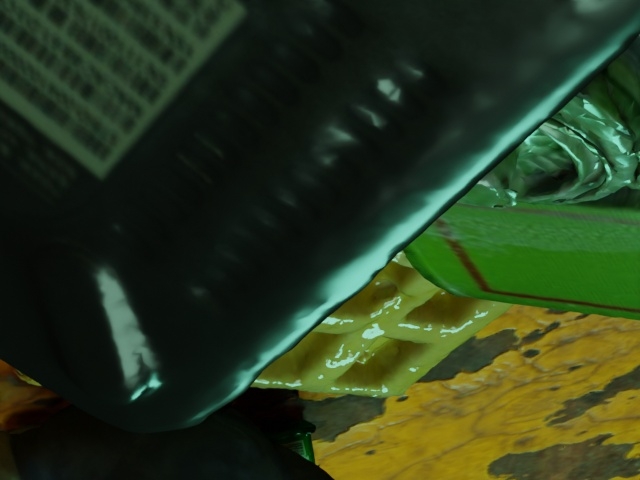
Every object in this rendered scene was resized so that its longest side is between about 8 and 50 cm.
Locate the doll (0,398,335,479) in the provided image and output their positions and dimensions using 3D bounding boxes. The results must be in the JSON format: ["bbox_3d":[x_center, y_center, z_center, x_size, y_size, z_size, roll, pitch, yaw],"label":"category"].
[{"bbox_3d":[-0.065,0.168,0.986,0.154,0.228,0.258,-53,149,-14],"label":"doll"}]

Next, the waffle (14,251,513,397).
[{"bbox_3d":[0.000,0.000,0.837,0.248,0.055,0.221,7,145,-33],"label":"waffle"}]

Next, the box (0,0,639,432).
[{"bbox_3d":[-0.076,-0.099,0.463,0.290,0.073,0.289,40,131,-10],"label":"box"}]

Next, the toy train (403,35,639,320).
[{"bbox_3d":[0.150,-0.059,0.598,0.307,0.173,0.249,7,160,22],"label":"toy train"}]

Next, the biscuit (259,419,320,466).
[{"bbox_3d":[-0.023,0.132,1.103,0.046,0.016,0.089,-12,151,-2],"label":"biscuit"}]
